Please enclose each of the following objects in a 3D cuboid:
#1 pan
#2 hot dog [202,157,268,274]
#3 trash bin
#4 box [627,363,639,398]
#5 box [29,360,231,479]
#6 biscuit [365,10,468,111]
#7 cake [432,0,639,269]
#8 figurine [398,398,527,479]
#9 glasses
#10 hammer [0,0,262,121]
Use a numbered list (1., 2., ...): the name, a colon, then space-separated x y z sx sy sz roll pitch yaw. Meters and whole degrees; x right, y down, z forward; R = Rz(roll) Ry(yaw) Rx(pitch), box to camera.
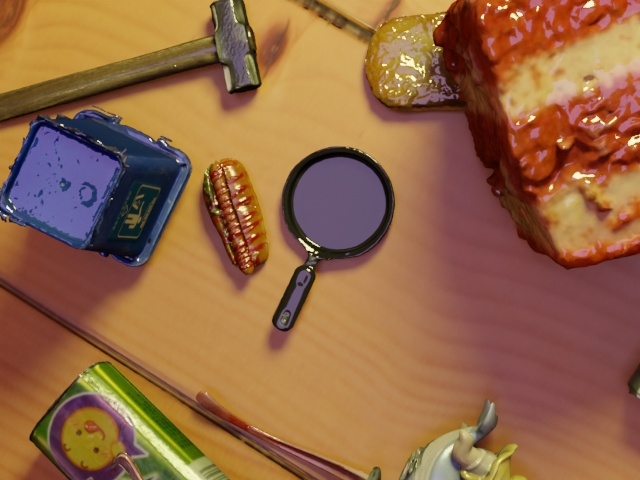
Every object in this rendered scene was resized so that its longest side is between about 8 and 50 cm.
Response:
1. pan: 0.000 0.000 1.374 0.136 0.028 0.235 26 90 8
2. hot dog: -0.102 -0.029 1.383 0.062 0.038 0.144 -17 88 7
3. trash bin: -0.269 -0.067 1.305 0.184 0.234 0.162 25 94 4
4. box: 0.471 0.093 1.285 0.135 0.079 0.269 33 94 6
5. box: -0.179 0.305 1.348 0.345 0.097 0.134 43 95 12
6. biscuit: 0.176 -0.212 1.350 0.247 0.029 0.118 -2 87 8
7. cake: 0.293 -0.149 1.193 0.270 0.269 0.319 -21 98 3
8. figurine: 0.180 0.286 1.305 0.184 0.128 0.208 13 87 5
9. glasses: -0.074 0.295 1.302 0.268 0.234 0.118 22 119 19
10. hammer: -0.254 -0.198 1.408 0.366 0.043 0.111 -13 90 10
